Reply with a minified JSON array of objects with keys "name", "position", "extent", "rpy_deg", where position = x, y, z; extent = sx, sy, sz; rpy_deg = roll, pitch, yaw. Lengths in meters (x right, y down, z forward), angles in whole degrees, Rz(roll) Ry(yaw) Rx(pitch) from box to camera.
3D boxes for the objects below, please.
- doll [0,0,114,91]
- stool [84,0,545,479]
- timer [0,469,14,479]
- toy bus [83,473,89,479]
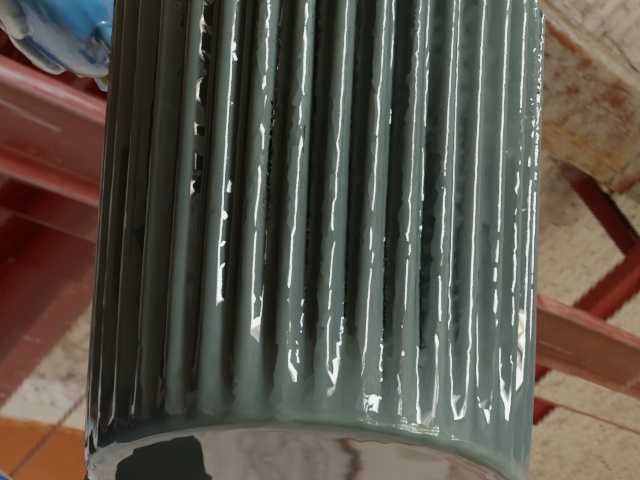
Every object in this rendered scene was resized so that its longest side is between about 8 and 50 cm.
[{"name":"doll","position":[-0.262,-0.234,0.966],"extent":[0.341,0.346,0.099],"rpy_deg":[37,-108,23]},{"name":"stool","position":[0.000,0.000,0.749],"extent":[0.297,0.297,0.330],"rpy_deg":[-20,-125,36]},{"name":"timer","position":[-0.286,0.179,0.638],"extent":[0.383,0.270,0.270],"rpy_deg":[23,-90,60]},{"name":"toy bus","position":[-0.170,0.314,1.172],"extent":[0.167,0.138,0.275],"rpy_deg":[4,-124,23]}]
